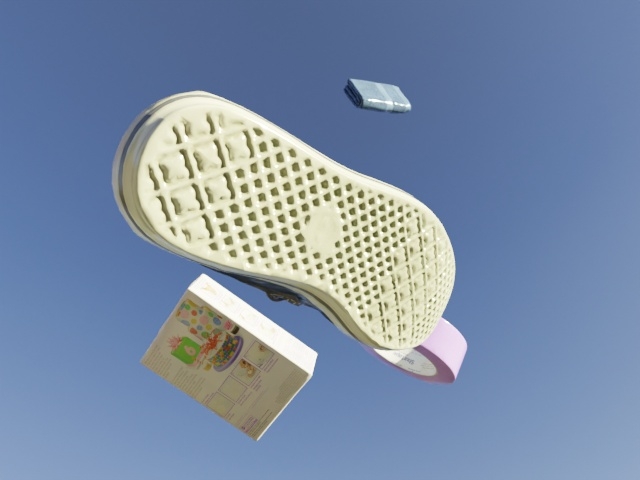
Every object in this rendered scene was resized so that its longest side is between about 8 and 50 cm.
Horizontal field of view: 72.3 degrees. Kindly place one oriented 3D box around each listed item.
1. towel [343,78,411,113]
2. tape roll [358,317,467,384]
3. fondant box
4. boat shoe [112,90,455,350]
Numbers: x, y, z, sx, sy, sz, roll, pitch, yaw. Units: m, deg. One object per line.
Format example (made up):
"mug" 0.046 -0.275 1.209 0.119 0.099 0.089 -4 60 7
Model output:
"towel" 0.101 -0.250 0.771 0.119 0.067 0.029 -5 -35 -35
"tape roll" 0.223 0.257 1.117 0.274 0.090 0.275 25 -26 13
"fondant box" -0.208 0.270 1.008 0.330 0.096 0.238 36 -71 -5
"boat shoe" 0.000 0.000 0.514 0.500 0.156 0.187 27 -92 -40
